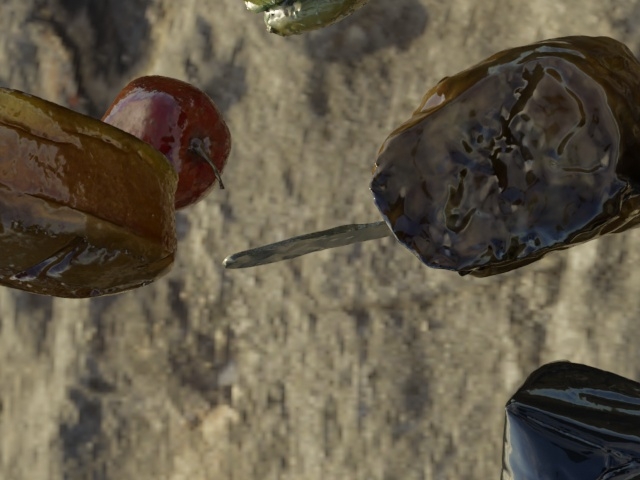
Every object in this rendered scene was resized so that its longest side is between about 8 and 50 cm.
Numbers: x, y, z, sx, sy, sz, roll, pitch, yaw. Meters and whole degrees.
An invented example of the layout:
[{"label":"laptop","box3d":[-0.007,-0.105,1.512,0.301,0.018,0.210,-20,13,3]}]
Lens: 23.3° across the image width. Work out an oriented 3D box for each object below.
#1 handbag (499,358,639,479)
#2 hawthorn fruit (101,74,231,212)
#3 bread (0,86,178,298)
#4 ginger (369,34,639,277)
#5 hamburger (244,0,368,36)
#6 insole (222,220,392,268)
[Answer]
[{"label":"handbag","box3d":[0.334,0.318,1.750,0.275,0.178,0.302,19,123,31]},{"label":"hawthorn fruit","box3d":[-0.163,-0.110,1.750,0.203,0.162,0.163,-6,81,57]},{"label":"bread","box3d":[-0.254,-0.032,1.367,0.195,0.269,0.143,-25,50,56]},{"label":"ginger","box3d":[0.200,-0.082,1.472,0.269,0.223,0.200,-22,83,22]},{"label":"hamburger","box3d":[0.007,-0.279,1.481,0.189,0.122,0.215,-34,24,31]},{"label":"insole","box3d":[0.000,0.000,1.873,0.081,0.247,0.011,133,122,-63]}]
